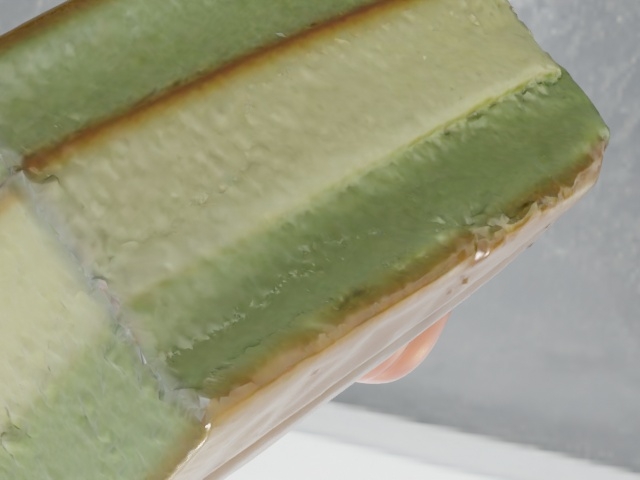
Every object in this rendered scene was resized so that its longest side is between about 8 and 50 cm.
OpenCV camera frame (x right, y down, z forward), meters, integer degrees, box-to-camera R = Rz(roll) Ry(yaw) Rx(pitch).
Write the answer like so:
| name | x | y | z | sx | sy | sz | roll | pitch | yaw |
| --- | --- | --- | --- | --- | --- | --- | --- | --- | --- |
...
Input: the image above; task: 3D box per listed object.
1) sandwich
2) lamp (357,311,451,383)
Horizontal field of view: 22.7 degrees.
| name | x | y | z | sx | sy | sz | roll | pitch | yaw |
| --- | --- | --- | --- | --- | --- | --- | --- | --- | --- |
| sandwich | -0.034 | 0.001 | 0.450 | 0.117 | 0.187 | 0.144 | 53 | 140 | 7 |
| lamp | 0.000 | 0.000 | 1.008 | 0.188 | 0.164 | 0.187 | 19 | -176 | -1 |
